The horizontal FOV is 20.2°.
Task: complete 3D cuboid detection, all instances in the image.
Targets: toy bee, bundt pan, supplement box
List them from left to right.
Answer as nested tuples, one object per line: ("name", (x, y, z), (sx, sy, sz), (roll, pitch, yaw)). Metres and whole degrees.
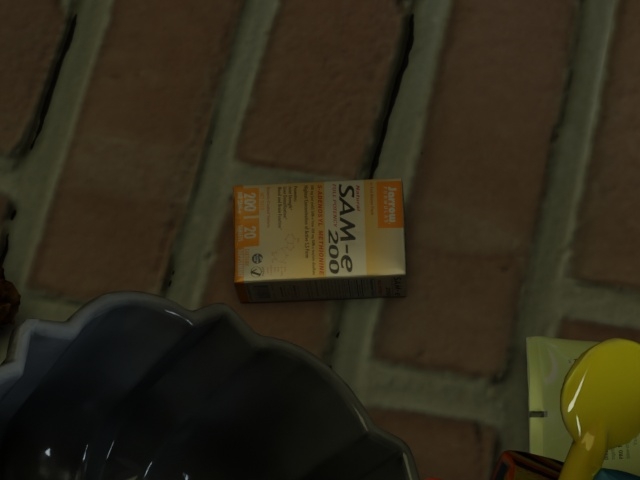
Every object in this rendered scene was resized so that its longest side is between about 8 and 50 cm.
("bundt pan", (-0.071, 0.195, 0.834), (0.124, 0.330, 0.331), (-36, 60, 36))
("supplement box", (0.000, 0.000, 1.030), (0.098, 0.036, 0.062), (-3, 67, 3))
("toy bee", (0.108, 0.134, 0.804), (0.162, 0.298, 0.195), (22, 73, -7))

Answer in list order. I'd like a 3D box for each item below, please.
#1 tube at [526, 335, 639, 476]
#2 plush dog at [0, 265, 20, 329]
("tube", (0.231, 0.090, 0.966), (0.240, 0.062, 0.070), (-3, 28, 8))
("plush dog", (-0.270, 0.082, 0.951), (0.262, 0.211, 0.225), (-19, 40, -5))
